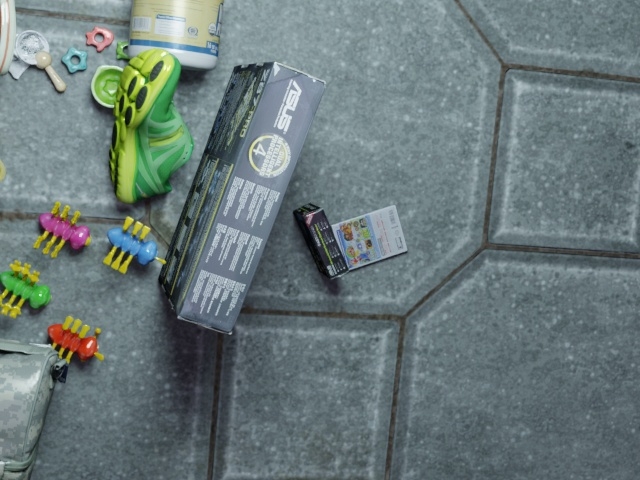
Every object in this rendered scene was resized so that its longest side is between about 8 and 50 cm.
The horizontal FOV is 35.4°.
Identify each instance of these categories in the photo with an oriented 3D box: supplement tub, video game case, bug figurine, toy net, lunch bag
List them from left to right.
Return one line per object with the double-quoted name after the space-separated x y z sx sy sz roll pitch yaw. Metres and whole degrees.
-0.568 0.262 1.552 0.305 0.212 0.256 13 100 -7 "lunch bag"
-0.408 -0.297 1.610 0.232 0.045 0.122 15 95 -14 "toy net"
-0.400 0.062 1.647 0.216 0.072 0.279 33 94 -9 "bug figurine"
-0.226 -0.376 1.590 0.144 0.144 0.199 5 97 -14 "supplement tub"
0.087 -0.005 1.782 0.122 0.011 0.087 -18 102 -10 "video game case"

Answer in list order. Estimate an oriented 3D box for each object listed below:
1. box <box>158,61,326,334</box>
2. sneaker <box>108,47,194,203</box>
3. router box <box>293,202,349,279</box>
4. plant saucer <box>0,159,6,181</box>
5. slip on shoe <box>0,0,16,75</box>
-0.136 -0.080 1.563 0.097 0.318 0.395 20 92 -15 "box"
-0.260 -0.184 1.589 0.123 0.109 0.295 -6 141 -27 "sneaker"
0.000 0.000 1.721 0.038 0.092 0.122 -25 102 -8 "router box"
-0.715 -0.141 1.542 0.333 0.081 0.332 -37 104 -6 "plant saucer"
-0.532 -0.409 1.520 0.101 0.123 0.331 -14 93 -25 "slip on shoe"
